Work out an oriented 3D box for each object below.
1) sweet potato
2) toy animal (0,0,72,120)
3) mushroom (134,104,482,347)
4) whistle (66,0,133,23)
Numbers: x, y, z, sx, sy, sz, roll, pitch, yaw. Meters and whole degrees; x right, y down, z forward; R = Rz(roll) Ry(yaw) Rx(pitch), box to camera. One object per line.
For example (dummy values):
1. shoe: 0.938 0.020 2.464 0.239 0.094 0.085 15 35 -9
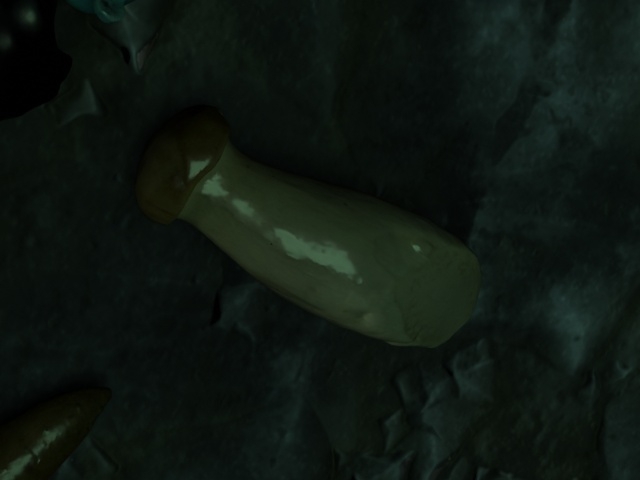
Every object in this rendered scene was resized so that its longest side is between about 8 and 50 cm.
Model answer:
1. sweet potato: -0.343 0.214 1.179 0.346 0.079 0.108 -11 80 -14
2. toy animal: -0.306 -0.200 0.994 0.213 0.212 0.266 -23 112 -11
3. mushroom: 0.000 0.000 1.207 0.350 0.128 0.128 29 94 -19
4. whistle: -0.152 -0.288 1.038 0.186 0.093 0.273 22 61 -43
